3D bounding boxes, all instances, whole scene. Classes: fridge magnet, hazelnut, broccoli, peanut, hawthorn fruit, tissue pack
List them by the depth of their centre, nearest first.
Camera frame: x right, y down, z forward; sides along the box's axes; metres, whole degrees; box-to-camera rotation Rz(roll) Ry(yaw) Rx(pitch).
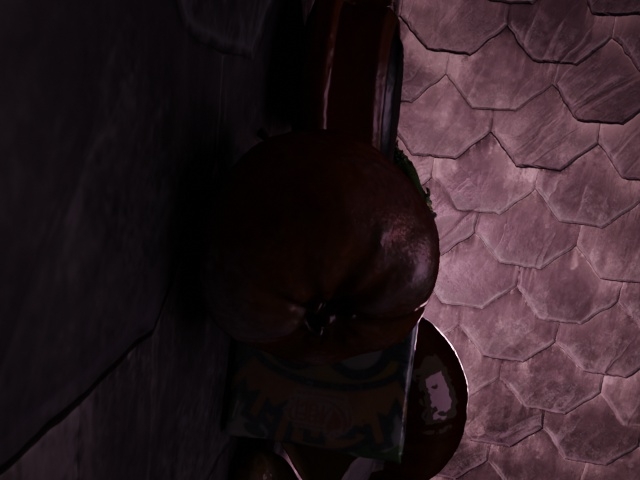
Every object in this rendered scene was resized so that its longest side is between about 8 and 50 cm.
[{"bbox_3d":[0.008,-0.003,0.595,0.263,0.235,0.231,-62,-169,-27],"label":"hawthorn fruit"},{"bbox_3d":[0.015,0.103,0.774,0.128,0.228,0.310,4,93,-83],"label":"tissue pack"},{"bbox_3d":[-0.074,0.356,0.883,0.193,0.089,0.089,78,21,-64],"label":"peanut"},{"bbox_3d":[0.039,-0.209,0.907,0.363,0.155,0.363,7,90,-81],"label":"fridge magnet"},{"bbox_3d":[0.139,0.363,1.349,0.402,0.402,0.429,-45,153,-76],"label":"hazelnut"},{"bbox_3d":[0.166,-0.129,1.588,0.294,0.245,0.265,-11,130,-56],"label":"broccoli"}]

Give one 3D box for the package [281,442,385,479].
[{"bbox_3d":[0.025,0.319,0.974,0.221,0.165,0.311,54,-15,27],"label":"package"}]
